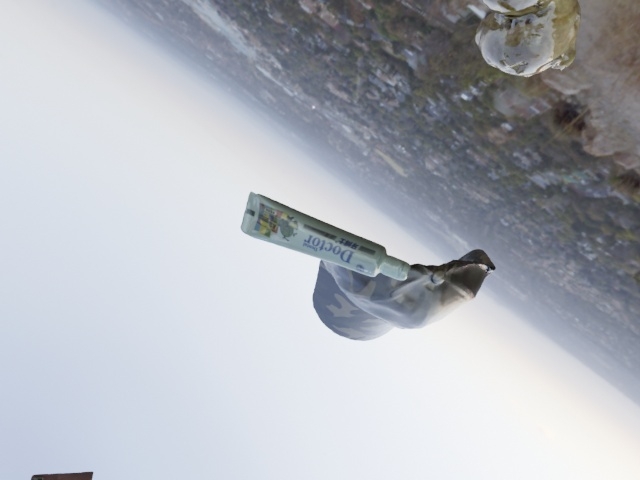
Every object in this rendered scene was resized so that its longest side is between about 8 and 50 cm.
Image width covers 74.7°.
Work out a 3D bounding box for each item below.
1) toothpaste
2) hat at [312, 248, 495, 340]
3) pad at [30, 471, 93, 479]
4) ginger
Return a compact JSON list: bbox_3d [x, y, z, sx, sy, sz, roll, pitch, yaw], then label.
[{"bbox_3d":[0.000,0.000,0.582,0.256,0.067,0.037,21,-160,18],"label":"toothpaste"},{"bbox_3d":[0.133,0.130,0.820,0.367,0.381,0.257,4,-146,-7],"label":"hat"},{"bbox_3d":[-0.507,0.545,0.792,0.113,0.006,0.187,23,-123,-40],"label":"pad"},{"bbox_3d":[0.173,-0.241,0.368,0.104,0.080,0.204,31,162,43],"label":"ginger"}]
